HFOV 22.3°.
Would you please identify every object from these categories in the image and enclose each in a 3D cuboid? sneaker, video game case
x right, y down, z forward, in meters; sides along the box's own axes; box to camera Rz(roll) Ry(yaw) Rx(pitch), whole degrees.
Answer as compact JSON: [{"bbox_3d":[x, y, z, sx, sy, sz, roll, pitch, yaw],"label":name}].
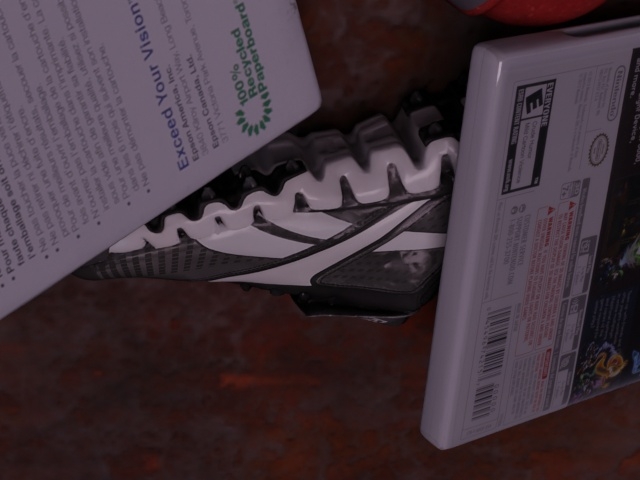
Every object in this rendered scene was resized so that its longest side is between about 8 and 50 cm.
[{"bbox_3d":[0.000,0.000,0.735,0.234,0.078,0.106,-14,116,-2],"label":"sneaker"},{"bbox_3d":[0.126,-0.010,0.733,0.173,0.022,0.190,-14,122,-33],"label":"video game case"}]

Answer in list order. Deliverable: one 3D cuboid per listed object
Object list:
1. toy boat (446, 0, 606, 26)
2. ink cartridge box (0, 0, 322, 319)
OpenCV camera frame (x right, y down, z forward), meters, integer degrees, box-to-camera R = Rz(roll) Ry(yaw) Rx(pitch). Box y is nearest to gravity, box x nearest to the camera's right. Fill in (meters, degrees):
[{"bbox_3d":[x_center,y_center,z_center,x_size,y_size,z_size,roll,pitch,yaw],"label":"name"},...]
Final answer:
[{"bbox_3d":[0.114,-0.178,0.614,0.151,0.151,0.231,35,109,-22],"label":"toy boat"},{"bbox_3d":[-0.162,-0.120,0.554,0.330,0.071,0.324,-35,125,-33],"label":"ink cartridge box"}]
